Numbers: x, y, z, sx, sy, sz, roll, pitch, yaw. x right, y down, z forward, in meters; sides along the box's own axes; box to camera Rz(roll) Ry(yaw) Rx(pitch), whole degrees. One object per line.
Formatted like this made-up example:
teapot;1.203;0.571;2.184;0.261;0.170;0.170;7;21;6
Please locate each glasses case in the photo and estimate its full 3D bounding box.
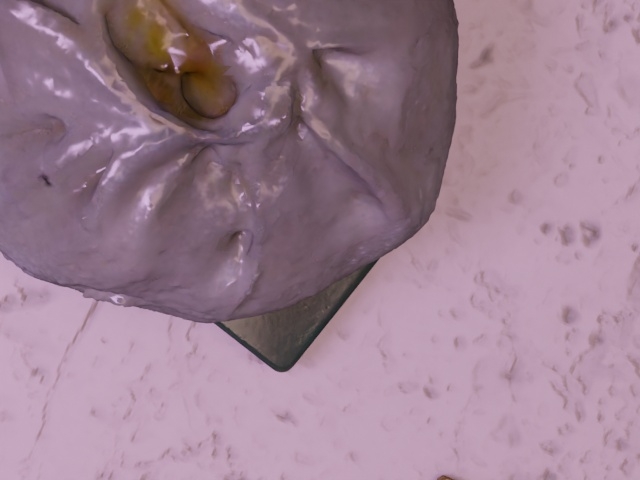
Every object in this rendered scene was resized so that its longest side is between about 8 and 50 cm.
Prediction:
glasses case;0.000;0.000;1.080;0.078;0.039;0.184;39;87;-16

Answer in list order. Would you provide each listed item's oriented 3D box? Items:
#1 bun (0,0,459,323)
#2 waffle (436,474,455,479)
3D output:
bun;-0.069;-0.116;0.952;0.354;0.194;0.354;0;92;-8
waffle;0.100;0.251;1.151;0.092;0.021;0.135;23;91;-17
